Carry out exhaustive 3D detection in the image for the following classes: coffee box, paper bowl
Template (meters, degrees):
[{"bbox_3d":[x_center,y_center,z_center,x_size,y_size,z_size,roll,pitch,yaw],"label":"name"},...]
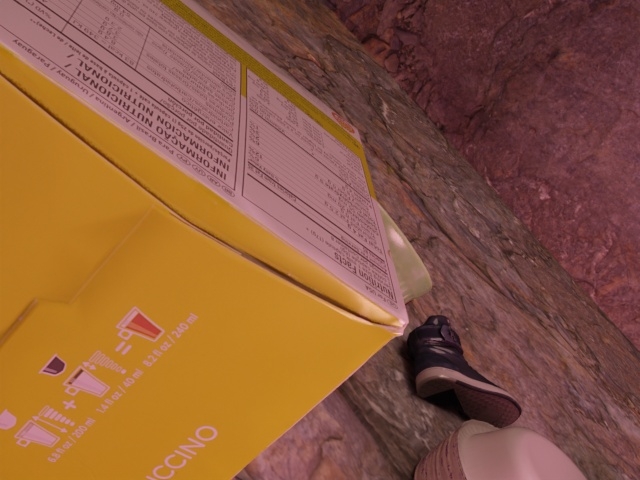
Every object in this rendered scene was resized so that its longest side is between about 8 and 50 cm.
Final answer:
[{"bbox_3d":[-0.183,-0.006,0.649,0.338,0.337,0.334,35,23,-24],"label":"coffee box"},{"bbox_3d":[0.272,0.364,1.040,0.284,0.148,0.284,37,21,-17],"label":"paper bowl"}]

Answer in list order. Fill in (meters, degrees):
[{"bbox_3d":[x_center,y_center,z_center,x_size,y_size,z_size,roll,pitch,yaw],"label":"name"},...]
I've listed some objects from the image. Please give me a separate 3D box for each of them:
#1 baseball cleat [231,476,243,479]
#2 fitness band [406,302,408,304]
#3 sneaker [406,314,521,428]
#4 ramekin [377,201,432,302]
[{"bbox_3d":[-0.065,0.269,0.747,0.206,0.072,0.109,47,7,-6],"label":"baseball cleat"},{"bbox_3d":[0.069,0.009,1.471,0.291,0.054,0.209,39,25,-10],"label":"fitness band"},{"bbox_3d":[0.240,0.217,1.333,0.226,0.086,0.163,31,28,-28],"label":"sneaker"},{"bbox_3d":[0.000,0.000,1.096,0.303,0.148,0.303,49,-4,5],"label":"ramekin"}]
